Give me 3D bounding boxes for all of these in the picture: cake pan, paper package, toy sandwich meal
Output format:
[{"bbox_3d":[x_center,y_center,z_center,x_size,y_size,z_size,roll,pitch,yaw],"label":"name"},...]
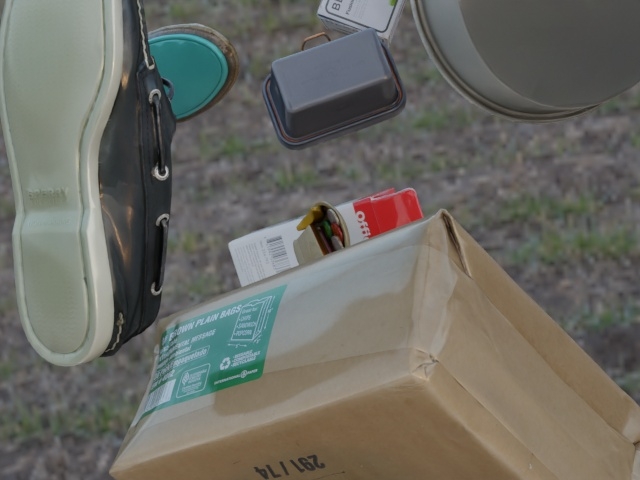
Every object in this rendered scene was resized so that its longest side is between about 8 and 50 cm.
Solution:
[{"bbox_3d":[0.217,-0.245,1.457,0.293,0.293,0.054,-22,20,-20],"label":"cake pan"},{"bbox_3d":[0.052,0.162,1.337,0.325,0.309,0.168,-22,37,36],"label":"paper package"},{"bbox_3d":[0.000,0.000,1.696,0.029,0.085,0.085,-13,27,-29],"label":"toy sandwich meal"}]

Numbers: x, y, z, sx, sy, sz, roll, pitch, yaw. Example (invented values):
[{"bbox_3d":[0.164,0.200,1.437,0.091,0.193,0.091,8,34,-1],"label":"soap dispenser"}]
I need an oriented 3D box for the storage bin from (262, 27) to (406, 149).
[{"bbox_3d":[0.011,-0.159,1.587,0.135,0.098,0.091,-19,-11,-2],"label":"storage bin"}]

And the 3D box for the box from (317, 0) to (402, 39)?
[{"bbox_3d":[0.068,-0.322,1.963,0.087,0.169,0.290,21,4,1],"label":"box"}]

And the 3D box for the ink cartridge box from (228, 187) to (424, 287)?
[{"bbox_3d":[0.029,0.027,1.807,0.231,0.134,0.078,-16,4,24],"label":"ink cartridge box"}]

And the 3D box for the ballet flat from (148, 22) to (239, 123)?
[{"bbox_3d":[-0.195,-0.185,1.981,0.342,0.116,0.124,-31,6,42],"label":"ballet flat"}]

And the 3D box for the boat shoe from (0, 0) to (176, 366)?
[{"bbox_3d":[-0.161,-0.079,1.244,0.127,0.340,0.113,0,5,39],"label":"boat shoe"}]
